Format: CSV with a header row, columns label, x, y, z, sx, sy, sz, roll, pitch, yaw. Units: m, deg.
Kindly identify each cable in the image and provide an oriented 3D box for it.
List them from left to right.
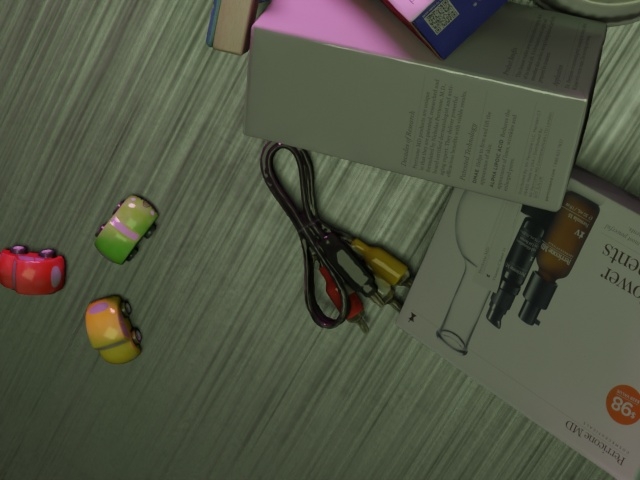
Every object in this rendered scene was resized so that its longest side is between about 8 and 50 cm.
label,x,y,z,sx,sy,sz,roll,pitch,yaw
cable,0.000,0.000,1.611,0.139,0.072,0.287,-38,87,13

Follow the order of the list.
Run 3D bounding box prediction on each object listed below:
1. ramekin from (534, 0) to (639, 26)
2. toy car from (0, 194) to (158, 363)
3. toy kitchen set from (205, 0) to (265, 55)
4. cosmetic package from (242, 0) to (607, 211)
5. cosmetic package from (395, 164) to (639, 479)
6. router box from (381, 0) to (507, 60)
label,x,y,z,sx,sy,sz,roll,pitch,yaw
ramekin,0.340,-0.384,1.419,0.272,0.127,0.273,2,105,7
toy car,-0.305,0.036,1.650,0.239,0.053,0.225,37,106,-4
toy kitchen set,-0.143,-0.309,1.457,0.166,0.207,0.122,13,105,4
cosmetic package,0.122,-0.190,1.419,0.385,0.217,0.156,14,126,12
cosmetic package,0.298,0.071,1.463,0.377,0.097,0.284,34,112,35
router box,0.162,-0.409,1.339,0.335,0.301,0.082,-43,140,7
